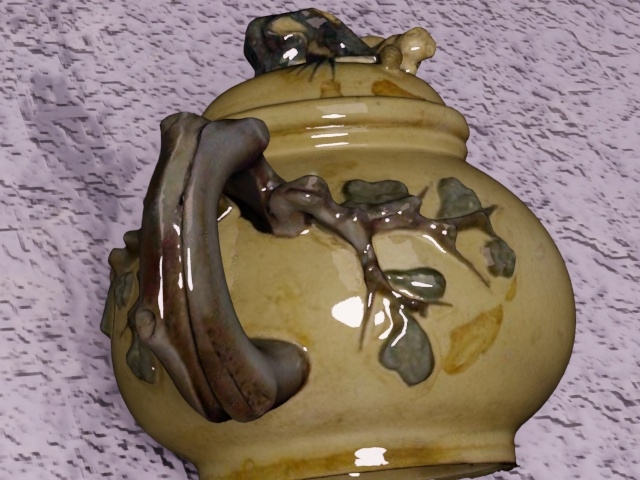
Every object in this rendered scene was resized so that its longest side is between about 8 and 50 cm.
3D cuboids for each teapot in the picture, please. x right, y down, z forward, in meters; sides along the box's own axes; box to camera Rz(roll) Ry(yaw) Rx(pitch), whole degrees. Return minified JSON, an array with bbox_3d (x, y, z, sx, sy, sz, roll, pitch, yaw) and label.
[{"bbox_3d":[0.000,0.000,0.702,0.173,0.269,0.182,-9,79,22],"label":"teapot"}]
